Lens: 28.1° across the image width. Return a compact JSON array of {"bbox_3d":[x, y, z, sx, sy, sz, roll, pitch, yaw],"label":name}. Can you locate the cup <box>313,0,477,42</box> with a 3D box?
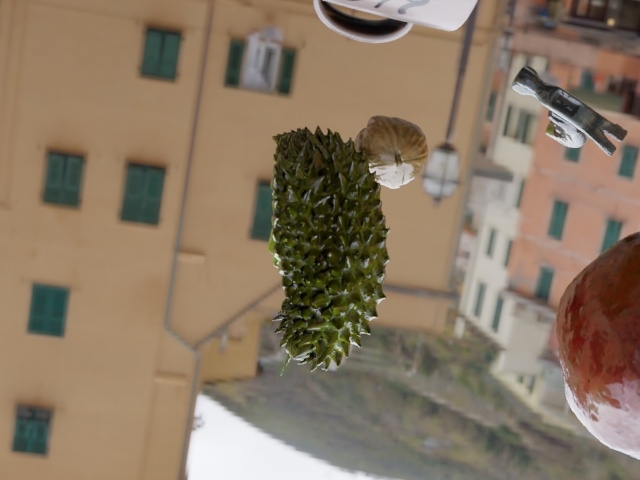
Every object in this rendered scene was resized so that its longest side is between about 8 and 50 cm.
[{"bbox_3d":[0.059,-0.323,1.415,0.201,0.253,0.191,8,-126,-13],"label":"cup"}]

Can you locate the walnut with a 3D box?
[{"bbox_3d":[0.097,-0.126,1.790,0.105,0.105,0.124,7,-175,-14],"label":"walnut"}]

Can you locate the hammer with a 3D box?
[{"bbox_3d":[0.341,-0.163,1.744,0.159,0.041,0.226,36,-177,13],"label":"hammer"}]

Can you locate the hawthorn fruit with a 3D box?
[{"bbox_3d":[0.404,0.145,1.457,0.254,0.254,0.300,7,-144,-14],"label":"hawthorn fruit"}]

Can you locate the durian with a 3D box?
[{"bbox_3d":[0.002,0.002,1.736,0.158,0.355,0.169,2,164,-12],"label":"durian"}]
